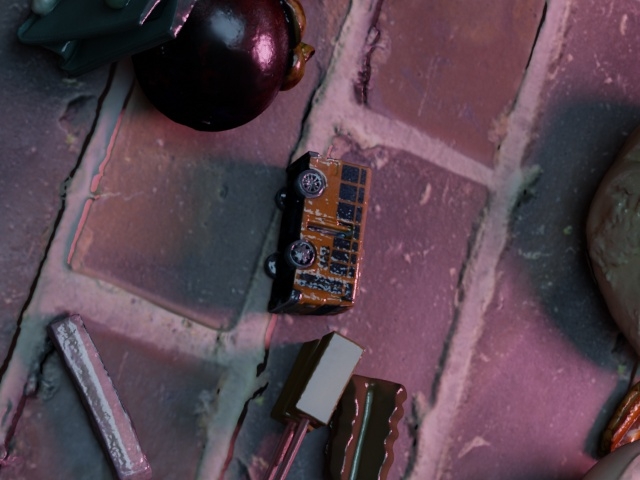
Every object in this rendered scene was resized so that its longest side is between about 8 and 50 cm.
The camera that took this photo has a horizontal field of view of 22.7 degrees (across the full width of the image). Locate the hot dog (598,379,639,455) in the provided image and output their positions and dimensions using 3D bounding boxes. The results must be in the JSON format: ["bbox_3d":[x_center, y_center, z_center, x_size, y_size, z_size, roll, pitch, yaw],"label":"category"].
[{"bbox_3d":[0.386,0.222,1.994,0.122,0.037,0.049,-48,110,-17],"label":"hot dog"}]

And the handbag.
[{"bbox_3d":[-0.206,-0.325,1.728,0.100,0.274,0.268,33,70,-31],"label":"handbag"}]

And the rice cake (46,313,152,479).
[{"bbox_3d":[-0.241,0.177,1.751,0.047,0.036,0.206,-26,90,-12],"label":"rice cake"}]

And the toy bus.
[{"bbox_3d":[0.000,0.000,1.852,0.103,0.091,0.182,13,74,-18],"label":"toy bus"}]

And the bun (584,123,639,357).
[{"bbox_3d":[0.509,-0.009,1.990,0.360,0.211,0.359,4,80,-21],"label":"bun"}]

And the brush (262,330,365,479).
[{"bbox_3d":[-0.032,0.217,1.791,0.047,0.103,0.233,31,71,-11],"label":"brush"}]

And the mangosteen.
[{"bbox_3d":[-0.102,-0.223,1.807,0.230,0.194,0.194,-16,86,-38],"label":"mangosteen"}]

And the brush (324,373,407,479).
[{"bbox_3d":[0.030,0.301,1.819,0.084,0.071,0.301,15,74,-7],"label":"brush"}]

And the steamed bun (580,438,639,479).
[{"bbox_3d":[0.409,0.371,1.893,0.283,0.177,0.283,4,76,-17],"label":"steamed bun"}]
